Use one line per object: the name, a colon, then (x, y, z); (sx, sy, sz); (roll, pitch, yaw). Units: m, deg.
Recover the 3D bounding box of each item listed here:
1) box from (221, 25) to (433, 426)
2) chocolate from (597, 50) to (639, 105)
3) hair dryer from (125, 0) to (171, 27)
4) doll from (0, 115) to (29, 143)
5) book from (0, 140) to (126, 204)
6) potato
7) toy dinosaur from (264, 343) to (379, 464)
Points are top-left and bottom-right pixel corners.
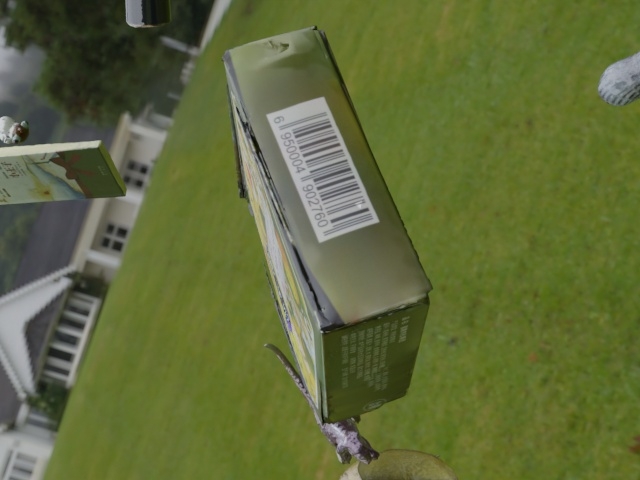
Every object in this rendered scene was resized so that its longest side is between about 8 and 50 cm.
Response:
box: (0.000, 0.000, 1.385); (0.420, 0.138, 0.373); (88, 162, -67)
chocolate: (0.506, -0.265, 1.716); (0.167, 0.072, 0.072); (-30, 37, 46)
hair dryer: (-0.332, -0.428, 1.721); (0.070, 0.255, 0.128); (-25, -52, -41)
doll: (-0.517, -0.180, 1.834); (0.040, 0.058, 0.085); (-61, 0, -20)
book: (-0.564, -0.138, 2.253); (0.201, 0.289, 0.026); (75, -168, -62)
potato: (0.131, 0.476, 2.088); (0.138, 0.243, 0.098); (-67, 33, 27)
toy dinosaur: (0.017, 0.290, 1.853); (0.251, 0.072, 0.200); (59, 180, 28)
